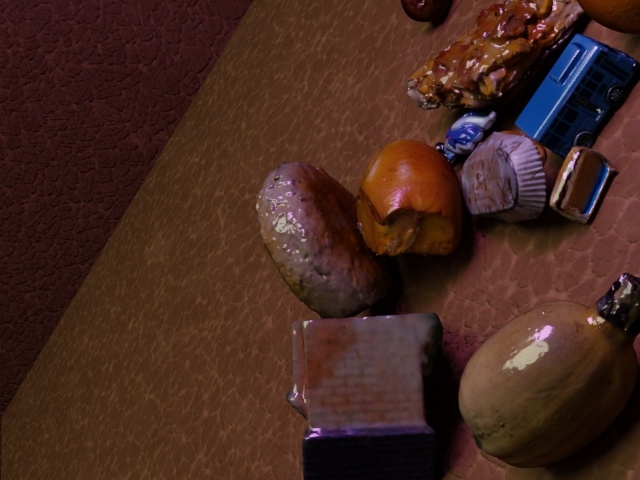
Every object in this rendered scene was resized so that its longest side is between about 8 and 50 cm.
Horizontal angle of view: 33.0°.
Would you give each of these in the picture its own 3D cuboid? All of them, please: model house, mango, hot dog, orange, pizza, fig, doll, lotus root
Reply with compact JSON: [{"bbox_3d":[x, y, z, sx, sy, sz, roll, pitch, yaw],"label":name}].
[{"bbox_3d":[0.069,0.260,1.704,0.312,0.245,0.280,107,159,-85],"label":"model house"},{"bbox_3d":[0.153,-0.070,1.900,0.199,0.201,0.350,-34,18,10],"label":"mango"},{"bbox_3d":[0.289,-0.100,1.696,0.268,0.075,0.144,-161,65,-80],"label":"hot dog"},{"bbox_3d":[0.469,-0.403,1.604,0.206,0.206,0.206,-44,31,35],"label":"orange"},{"bbox_3d":[0.305,-0.335,1.902,0.409,0.114,0.277,-30,22,42],"label":"pizza"},{"bbox_3d":[0.231,-0.529,2.308,0.155,0.103,0.109,-45,-42,-54],"label":"fig"},{"bbox_3d":[0.260,-0.184,1.930,0.195,0.070,0.096,-37,24,58],"label":"doll"},{"bbox_3d":[0.305,0.161,1.362,0.310,0.183,0.182,-47,29,29],"label":"lotus root"}]

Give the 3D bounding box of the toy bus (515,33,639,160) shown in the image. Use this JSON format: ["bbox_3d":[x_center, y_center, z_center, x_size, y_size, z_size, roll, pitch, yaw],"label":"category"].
[{"bbox_3d":[0.394,-0.224,1.666,0.184,0.106,0.090,-57,25,15],"label":"toy bus"}]

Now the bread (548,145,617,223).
[{"bbox_3d":[0.380,-0.085,1.593,0.105,0.072,0.053,-65,15,-5],"label":"bread"}]

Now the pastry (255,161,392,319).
[{"bbox_3d":[0.000,0.000,1.929,0.136,0.330,0.329,-36,33,21],"label":"pastry"}]
